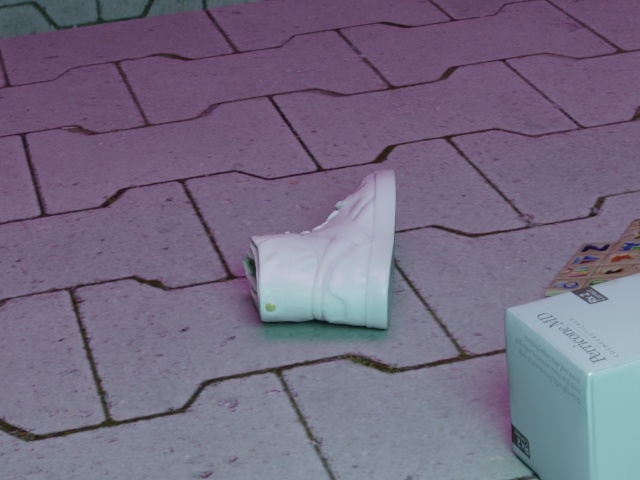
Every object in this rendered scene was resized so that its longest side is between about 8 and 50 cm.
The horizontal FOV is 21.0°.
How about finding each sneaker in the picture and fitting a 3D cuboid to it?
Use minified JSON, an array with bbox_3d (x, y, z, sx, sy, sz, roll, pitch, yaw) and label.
[{"bbox_3d":[0.000,0.000,1.901,0.169,0.108,0.292,1,25,5],"label":"sneaker"}]

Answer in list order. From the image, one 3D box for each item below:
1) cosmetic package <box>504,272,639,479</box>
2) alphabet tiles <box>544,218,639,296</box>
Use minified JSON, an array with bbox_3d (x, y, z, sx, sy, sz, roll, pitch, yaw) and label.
[{"bbox_3d":[0.275,0.130,1.487,0.183,0.151,0.151,-13,24,-18],"label":"cosmetic package"},{"bbox_3d":[0.371,0.013,1.877,0.198,0.009,0.237,-4,17,26],"label":"alphabet tiles"}]
